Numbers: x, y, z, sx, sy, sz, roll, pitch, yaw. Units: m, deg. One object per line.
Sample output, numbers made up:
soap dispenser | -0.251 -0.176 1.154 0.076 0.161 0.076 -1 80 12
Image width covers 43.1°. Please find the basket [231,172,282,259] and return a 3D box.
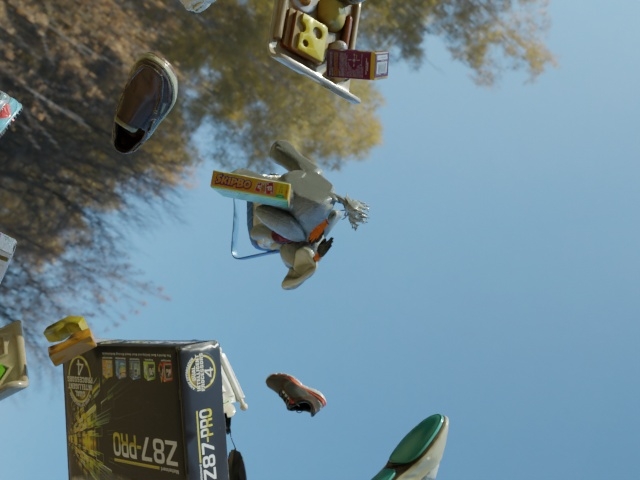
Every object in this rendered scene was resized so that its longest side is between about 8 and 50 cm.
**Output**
basket | -0.150 -0.074 2.377 0.289 0.201 0.255 -3 -96 34

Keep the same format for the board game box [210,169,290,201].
board game box | -0.113 -0.084 1.383 0.259 0.124 0.039 134 -34 -86

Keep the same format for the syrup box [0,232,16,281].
syrup box | -0.664 0.096 1.522 0.237 0.096 0.093 -63 -157 9

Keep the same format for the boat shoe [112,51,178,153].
boat shoe | -0.332 -0.239 1.495 0.095 0.095 0.257 -61 -176 -32

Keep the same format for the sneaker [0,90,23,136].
sneaker | -0.759 -0.260 1.771 0.104 0.125 0.262 -39 -156 21

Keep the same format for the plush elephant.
plush elephant | -0.063 -0.044 1.946 0.272 0.330 0.255 -54 169 -53

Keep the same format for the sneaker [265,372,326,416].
sneaker | -0.067 0.357 1.864 0.158 0.061 0.065 18 -135 24

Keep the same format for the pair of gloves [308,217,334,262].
pair of gloves | 0.000 0.000 1.779 0.074 0.010 0.083 -48 -139 28

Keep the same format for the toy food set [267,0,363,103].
toy food set | 0.019 -0.454 1.633 0.092 0.219 0.306 -11 -115 47

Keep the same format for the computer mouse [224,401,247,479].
computer mouse | -0.220 0.497 1.945 0.071 0.041 0.242 115 -34 -48

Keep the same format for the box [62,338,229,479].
box | -0.318 0.334 1.427 0.395 0.097 0.318 -5 -91 44

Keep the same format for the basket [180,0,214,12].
basket | -0.061 -0.484 0.890 0.331 0.266 0.328 -22 -153 40

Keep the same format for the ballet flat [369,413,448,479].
ballet flat | 0.136 0.388 1.319 0.248 0.086 0.086 -38 -157 -27

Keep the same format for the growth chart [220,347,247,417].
growth chart | -0.266 0.284 1.611 0.021 0.237 0.172 -52 -131 42

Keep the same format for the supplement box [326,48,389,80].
supplement box | 0.058 -0.273 1.254 0.083 0.055 0.043 10 -71 25

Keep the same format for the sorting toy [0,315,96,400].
sorting toy | -0.468 0.172 1.120 0.307 0.041 0.229 -27 -156 -12
